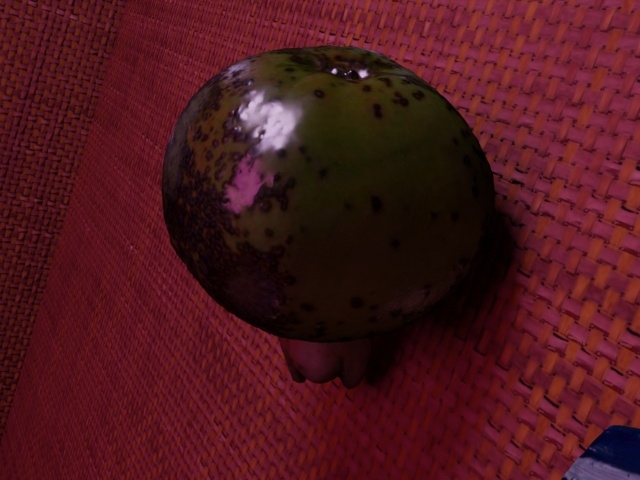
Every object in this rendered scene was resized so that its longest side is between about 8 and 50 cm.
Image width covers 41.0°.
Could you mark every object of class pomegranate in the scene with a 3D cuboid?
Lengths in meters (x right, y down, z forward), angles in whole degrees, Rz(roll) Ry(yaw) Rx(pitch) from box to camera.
[{"bbox_3d":[0.000,0.000,0.774,0.285,0.285,0.340,-122,29,-51],"label":"pomegranate"}]

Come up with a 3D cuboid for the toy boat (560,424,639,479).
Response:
[{"bbox_3d":[0.195,0.243,0.516,0.210,0.070,0.291,49,123,57],"label":"toy boat"}]
